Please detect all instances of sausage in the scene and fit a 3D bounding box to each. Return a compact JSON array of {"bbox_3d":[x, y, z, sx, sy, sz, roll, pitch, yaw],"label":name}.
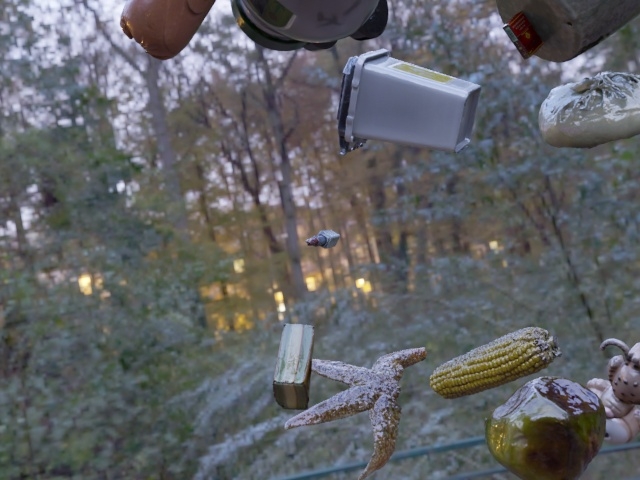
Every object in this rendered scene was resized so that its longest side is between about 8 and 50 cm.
[{"bbox_3d":[-0.212,-0.440,1.514,0.121,0.304,0.121,32,-1,1],"label":"sausage"}]

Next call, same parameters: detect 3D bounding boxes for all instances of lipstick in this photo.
[{"bbox_3d":[0.000,0.000,1.601,0.025,0.025,0.107,30,16,18],"label":"lipstick"}]

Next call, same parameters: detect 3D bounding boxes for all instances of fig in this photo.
[{"bbox_3d":[0.285,0.255,1.205,0.144,0.154,0.166,15,-23,-27],"label":"fig"}]

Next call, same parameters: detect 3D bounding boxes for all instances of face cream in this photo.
[{"bbox_3d":[-0.036,-0.506,1.712,0.219,0.312,0.357,-50,6,-15],"label":"face cream"}]

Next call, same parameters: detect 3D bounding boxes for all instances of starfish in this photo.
[{"bbox_3d":[0.098,0.395,2.339,0.384,0.398,0.132,8,-40,-6],"label":"starfish"}]

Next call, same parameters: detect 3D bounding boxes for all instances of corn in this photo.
[{"bbox_3d":[0.398,0.285,2.130,0.318,0.115,0.115,-28,-12,25],"label":"corn"}]

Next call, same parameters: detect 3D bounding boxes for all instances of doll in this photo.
[{"bbox_3d":[0.633,0.317,1.946,0.119,0.154,0.278,-35,-33,-33],"label":"doll"}]

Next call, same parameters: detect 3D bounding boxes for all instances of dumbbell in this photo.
[{"bbox_3d":[0.045,-0.561,2.305,0.218,0.152,0.152,-2,3,43],"label":"dumbbell"}]

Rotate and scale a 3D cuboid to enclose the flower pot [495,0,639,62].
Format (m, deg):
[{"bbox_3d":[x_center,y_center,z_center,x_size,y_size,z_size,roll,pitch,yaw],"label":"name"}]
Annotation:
[{"bbox_3d":[0.540,-0.549,1.894,0.330,0.293,0.293,-41,3,-15],"label":"flower pot"}]

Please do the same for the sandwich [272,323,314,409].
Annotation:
[{"bbox_3d":[-0.058,0.286,2.107,0.079,0.163,0.113,4,-41,5],"label":"sandwich"}]

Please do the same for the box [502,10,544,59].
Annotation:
[{"bbox_3d":[0.408,-0.413,1.868,0.051,0.082,0.023,-44,13,-25],"label":"box"}]

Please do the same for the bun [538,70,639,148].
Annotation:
[{"bbox_3d":[0.638,-0.311,2.122,0.287,0.146,0.287,-13,18,4],"label":"bun"}]

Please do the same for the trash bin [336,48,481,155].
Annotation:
[{"bbox_3d":[0.247,-0.363,2.635,0.368,0.296,0.256,16,21,18],"label":"trash bin"}]
